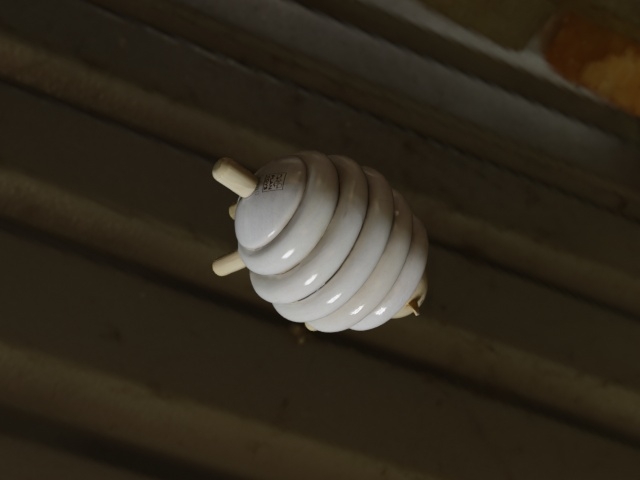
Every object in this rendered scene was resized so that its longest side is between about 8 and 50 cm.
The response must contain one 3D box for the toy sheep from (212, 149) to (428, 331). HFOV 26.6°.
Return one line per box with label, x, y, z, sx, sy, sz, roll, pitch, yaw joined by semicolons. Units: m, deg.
toy sheep;0.000;0.000;0.642;0.132;0.091;0.091;29;-148;-31
